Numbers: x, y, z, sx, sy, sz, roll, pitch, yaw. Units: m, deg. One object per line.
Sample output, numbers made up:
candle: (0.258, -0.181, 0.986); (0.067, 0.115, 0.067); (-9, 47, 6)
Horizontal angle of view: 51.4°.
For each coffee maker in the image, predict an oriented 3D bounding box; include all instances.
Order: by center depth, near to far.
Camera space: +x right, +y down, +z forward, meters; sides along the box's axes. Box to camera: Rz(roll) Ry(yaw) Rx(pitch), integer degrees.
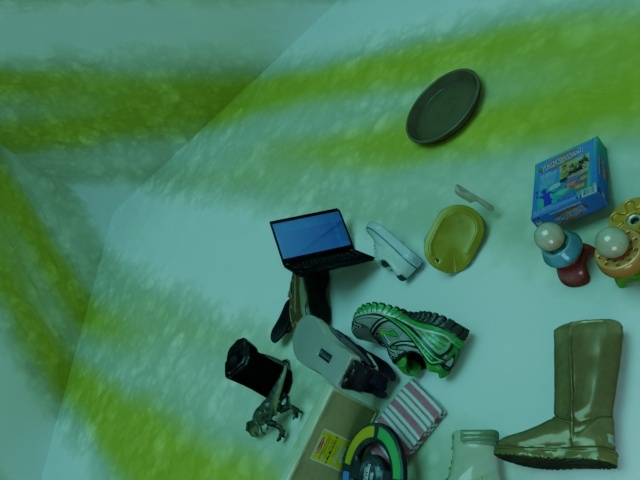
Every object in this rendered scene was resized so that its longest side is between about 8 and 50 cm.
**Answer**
coffee maker: (-0.175, 0.382, 1.919); (0.120, 0.178, 0.171); (-53, 32, 4)

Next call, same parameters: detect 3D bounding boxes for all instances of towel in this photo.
towel: (0.192, 0.430, 1.535); (0.197, 0.029, 0.144); (-51, 32, 2)

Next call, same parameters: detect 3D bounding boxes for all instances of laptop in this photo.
laptop: (0.000, 0.000, 1.965); (0.264, 0.234, 0.136); (-157, 56, -71)

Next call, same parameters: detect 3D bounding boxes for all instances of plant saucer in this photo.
plant saucer: (0.382, -0.407, 2.050); (0.278, 0.041, 0.277); (-34, 38, 31)

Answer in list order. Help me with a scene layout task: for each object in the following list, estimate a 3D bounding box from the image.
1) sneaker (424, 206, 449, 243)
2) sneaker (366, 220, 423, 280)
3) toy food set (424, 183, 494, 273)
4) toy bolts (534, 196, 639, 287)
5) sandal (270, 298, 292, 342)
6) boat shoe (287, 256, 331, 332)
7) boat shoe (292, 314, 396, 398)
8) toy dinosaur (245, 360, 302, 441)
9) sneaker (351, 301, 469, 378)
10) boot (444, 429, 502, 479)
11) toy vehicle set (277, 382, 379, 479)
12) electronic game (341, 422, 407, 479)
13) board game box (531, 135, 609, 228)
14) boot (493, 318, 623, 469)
sneaker: (0.328, -0.029, 1.765); (0.118, 0.042, 0.067); (-60, 27, 7)
sneaker: (0.182, 0.026, 1.858); (0.091, 0.094, 0.258); (-49, 32, 4)
toy food set: (0.354, -0.017, 1.700); (0.128, 0.071, 0.217); (28, 89, 22)
toy bolts: (0.553, -0.014, 1.339); (0.229, 0.158, 0.218); (-13, 51, 47)
sandal: (-0.104, 0.254, 2.088); (0.067, 0.040, 0.179); (-20, 31, 35)
boat shoe: (-0.051, 0.152, 2.029); (0.120, 0.123, 0.324); (-38, 34, 31)
boat shoe: (0.055, 0.305, 1.713); (0.127, 0.158, 0.340); (-62, 28, 4)
toy dinosaur: (-0.124, 0.475, 1.839); (0.118, 0.064, 0.268); (38, 112, 22)
sneaker: (0.189, 0.241, 1.611); (0.344, 0.134, 0.146); (3, 64, 53)
boot: (0.270, 0.474, 1.340); (0.213, 0.077, 0.165); (-25, 43, 32)
toy vehicle set: (0.019, 0.491, 1.571); (0.035, 0.166, 0.266); (9, 67, 56)
electronic game: (0.117, 0.523, 1.479); (0.229, 0.048, 0.229); (-36, 45, 47)
board game box: (0.563, -0.128, 1.502); (0.160, 0.047, 0.210); (-26, 29, 39)
boot: (0.455, 0.292, 1.263); (0.236, 0.089, 0.269); (-10, 52, 36)
